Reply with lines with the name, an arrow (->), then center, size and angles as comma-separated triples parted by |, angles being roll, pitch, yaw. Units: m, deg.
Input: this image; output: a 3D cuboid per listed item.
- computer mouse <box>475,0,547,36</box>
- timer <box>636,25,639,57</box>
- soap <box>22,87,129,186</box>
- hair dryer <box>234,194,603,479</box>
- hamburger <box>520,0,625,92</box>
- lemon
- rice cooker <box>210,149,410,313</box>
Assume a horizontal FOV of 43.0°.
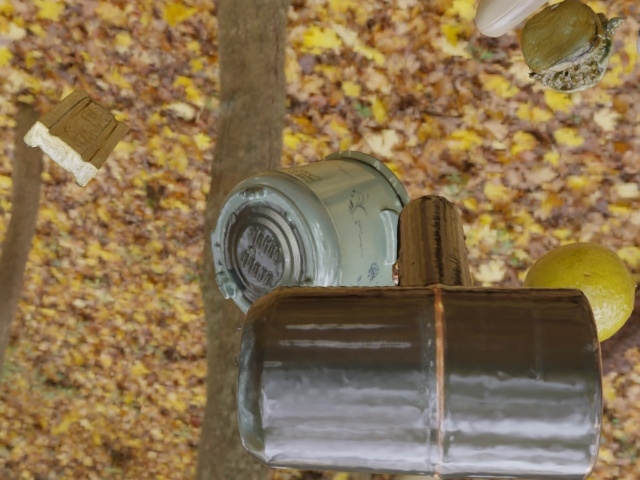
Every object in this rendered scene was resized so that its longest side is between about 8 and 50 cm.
computer mouse -> 0.346, -0.431, 1.328 | 0.082, 0.145, 0.236 | 44, 131, -11
timer -> 0.578, -0.312, 1.108 | 0.254, 0.178, 0.078 | 12, 174, 30
soap -> -0.315, -0.144, 1.074 | 0.092, 0.037, 0.252 | 41, -168, -17
hair dryer -> 0.060, 0.033, 0.566 | 0.189, 0.107, 0.352 | 0, -159, 5
hamburger -> 0.452, -0.347, 1.441 | 0.185, 0.159, 0.131 | -23, 147, 36
lemon -> 0.436, 0.093, 1.394 | 0.203, 0.178, 0.178 | -18, 153, 18
rice cooker -> 0.000, 0.000, 1.269 | 0.317, 0.264, 0.316 | -9, -173, 1
